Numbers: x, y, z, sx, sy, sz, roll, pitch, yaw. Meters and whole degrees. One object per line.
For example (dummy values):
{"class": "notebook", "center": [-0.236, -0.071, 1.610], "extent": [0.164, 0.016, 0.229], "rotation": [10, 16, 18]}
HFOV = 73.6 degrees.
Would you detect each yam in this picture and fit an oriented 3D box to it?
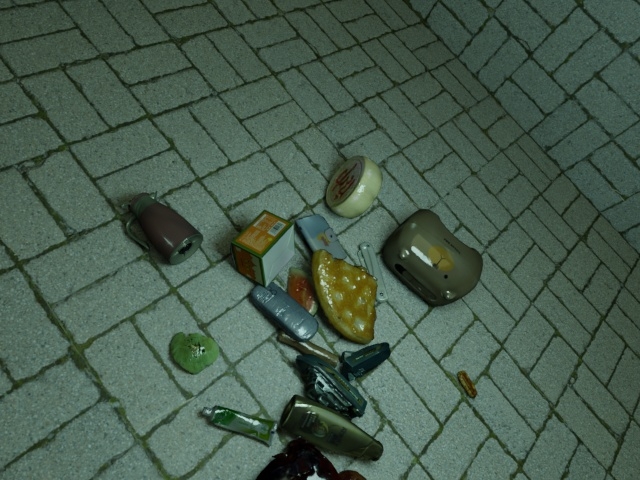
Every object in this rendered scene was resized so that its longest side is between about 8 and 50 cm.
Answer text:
{"class": "yam", "center": [-0.042, 0.388, 1.540], "extent": [0.241, 0.057, 0.057], "rotation": [29, 57, -7]}

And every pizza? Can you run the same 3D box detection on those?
{"class": "pizza", "center": [0.100, 0.202, 1.631], "extent": [0.277, 0.113, 0.409], "rotation": [-41, 103, -39]}

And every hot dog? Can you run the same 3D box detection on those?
{"class": "hot dog", "center": [0.591, 0.582, 1.728], "extent": [0.049, 0.037, 0.122], "rotation": [-20, 79, -42]}

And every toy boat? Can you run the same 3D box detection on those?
{"class": "toy boat", "center": [0.025, 0.501, 1.471], "extent": [0.296, 0.114, 0.122], "rotation": [42, 47, 1]}
{"class": "toy boat", "center": [0.171, 0.434, 1.586], "extent": [0.245, 0.093, 0.103], "rotation": [-16, 39, -35]}

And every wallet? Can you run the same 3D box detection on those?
{"class": "wallet", "center": [0.000, 0.000, 1.747], "extent": [0.170, 0.069, 0.231], "rotation": [-21, 78, -49]}

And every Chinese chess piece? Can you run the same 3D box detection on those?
{"class": "Chinese chess piece", "center": [0.140, -0.225, 1.804], "extent": [0.112, 0.270, 0.270], "rotation": [29, 55, -27]}

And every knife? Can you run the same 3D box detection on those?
{"class": "knife", "center": [0.218, 0.132, 1.794], "extent": [0.073, 0.041, 0.266], "rotation": [-11, 69, -16]}

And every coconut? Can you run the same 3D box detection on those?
{"class": "coconut", "center": [-0.407, 0.363, 1.390], "extent": [0.157, 0.055, 0.133], "rotation": [8, 60, -19]}

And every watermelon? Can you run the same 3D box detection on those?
{"class": "watermelon", "center": [-0.063, 0.210, 1.623], "extent": [0.118, 0.063, 0.245], "rotation": [-3, 66, -10]}

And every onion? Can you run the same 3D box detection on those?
{"class": "onion", "center": [-0.077, 0.736, 1.252], "extent": [0.280, 0.222, 0.281], "rotation": [2, 39, -2]}

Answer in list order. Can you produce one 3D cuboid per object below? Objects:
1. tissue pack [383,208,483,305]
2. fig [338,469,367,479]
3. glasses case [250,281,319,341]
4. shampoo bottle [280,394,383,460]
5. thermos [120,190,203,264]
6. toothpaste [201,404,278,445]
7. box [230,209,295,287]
{"class": "tissue pack", "center": [0.454, 0.088, 1.780], "extent": [0.387, 0.267, 0.277], "rotation": [44, 58, 1]}
{"class": "fig", "center": [0.136, 0.816, 1.357], "extent": [0.200, 0.133, 0.146], "rotation": [20, 67, -23]}
{"class": "glasses case", "center": [-0.130, 0.253, 1.539], "extent": [0.282, 0.067, 0.109], "rotation": [37, 51, 16]}
{"class": "shampoo bottle", "center": [0.044, 0.633, 1.418], "extent": [0.349, 0.084, 0.126], "rotation": [29, 94, -9]}
{"class": "thermos", "center": [-0.562, -0.045, 1.492], "extent": [0.265, 0.146, 0.176], "rotation": [41, 81, 10]}
{"class": "toothpaste", "center": [-0.255, 0.576, 1.354], "extent": [0.247, 0.047, 0.078], "rotation": [24, 62, -14]}
{"class": "box", "center": [-0.205, 0.027, 1.558], "extent": [0.148, 0.178, 0.195], "rotation": [26, 54, 20]}
